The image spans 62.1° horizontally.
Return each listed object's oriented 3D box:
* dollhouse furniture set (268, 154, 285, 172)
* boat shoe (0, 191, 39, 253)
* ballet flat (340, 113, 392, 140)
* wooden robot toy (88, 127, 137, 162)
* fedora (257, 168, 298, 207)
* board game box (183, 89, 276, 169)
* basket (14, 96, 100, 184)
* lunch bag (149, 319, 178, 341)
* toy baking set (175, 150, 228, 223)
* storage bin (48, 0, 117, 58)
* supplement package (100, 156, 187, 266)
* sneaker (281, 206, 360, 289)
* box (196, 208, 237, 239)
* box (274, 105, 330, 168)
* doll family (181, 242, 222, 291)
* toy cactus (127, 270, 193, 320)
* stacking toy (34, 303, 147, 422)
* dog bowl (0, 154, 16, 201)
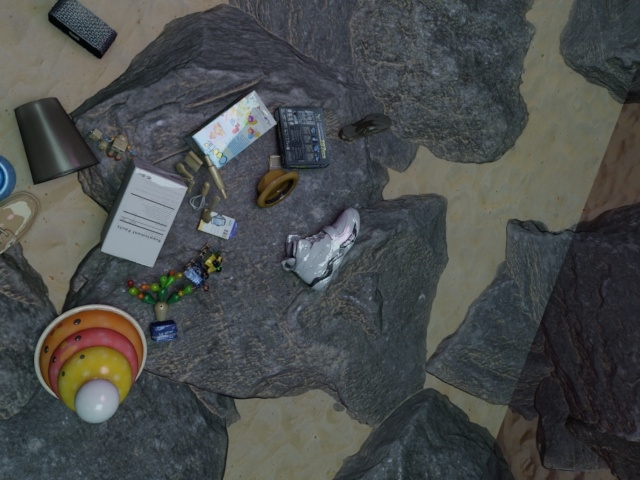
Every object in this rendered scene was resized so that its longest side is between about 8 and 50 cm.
[{"bbox_3d":[-0.127,-0.297,2.058,0.152,0.058,0.076,-2,106,-7],"label":"dollhouse furniture set"},{"bbox_3d":[-0.997,-0.008,1.618,0.121,0.110,0.341,45,77,-24],"label":"boat shoe"},{"bbox_3d":[0.185,-0.457,2.176,0.250,0.058,0.084,-25,72,-27],"label":"ballet flat"},{"bbox_3d":[-0.678,-0.324,1.772,0.173,0.076,0.079,29,49,-26],"label":"wooden robot toy"},{"bbox_3d":[-0.173,-0.207,1.997,0.194,0.194,0.079,-35,73,-18],"label":"fedora"},{"bbox_3d":[-0.320,-0.388,1.882,0.275,0.142,0.144,-41,113,-16],"label":"board game box"},{"bbox_3d":[-0.828,-0.313,1.642,0.204,0.154,0.226,-24,103,-23],"label":"basket"},{"bbox_3d":[-0.559,0.327,1.906,0.099,0.067,0.065,-5,100,-27],"label":"lunch bag"},{"bbox_3d":[-0.409,-0.187,1.853,0.030,0.197,0.256,-45,115,-48],"label":"toy baking set"},{"bbox_3d":[-0.737,-0.661,1.649,0.180,0.122,0.084,35,81,-26],"label":"storage bin"},{"bbox_3d":[-0.584,-0.094,1.746,0.175,0.177,0.292,22,100,-28],"label":"supplement package"},{"bbox_3d":[0.000,0.000,2.096,0.210,0.137,0.365,32,86,-29],"label":"sneaker"},{"bbox_3d":[-0.379,-0.058,1.965,0.136,0.028,0.081,21,88,-29],"label":"box"},{"bbox_3d":[-0.068,-0.390,2.015,0.184,0.059,0.232,-5,80,-25],"label":"box"},{"bbox_3d":[-0.416,0.103,1.925,0.111,0.076,0.193,50,64,-21],"label":"doll family"},{"bbox_3d":[-0.568,0.197,1.881,0.219,0.112,0.180,-4,118,-28],"label":"toy cactus"},{"bbox_3d":[-0.682,0.410,1.626,0.351,0.480,0.350,-4,99,-26],"label":"stacking toy"},{"bbox_3d":[-1.065,-0.226,1.576,0.297,0.074,0.166,37,81,-25],"label":"dog bowl"}]
